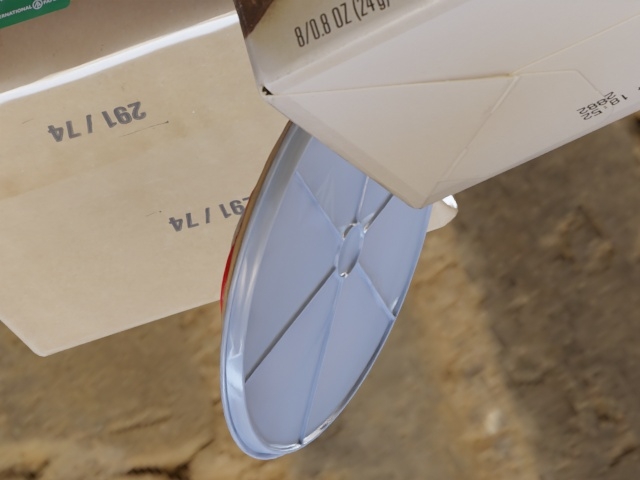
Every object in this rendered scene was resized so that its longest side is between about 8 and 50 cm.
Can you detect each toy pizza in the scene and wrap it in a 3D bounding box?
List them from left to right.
[{"bbox_3d":[0.000,0.000,0.883,0.032,0.201,0.201,20,-128,21],"label":"toy pizza"}]

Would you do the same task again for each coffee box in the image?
[{"bbox_3d":[0.038,-0.185,0.595,0.119,0.168,0.297,33,-144,-59],"label":"coffee box"}]

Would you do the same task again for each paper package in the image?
[{"bbox_3d":[-0.111,-0.098,1.296,0.325,0.309,0.168,-18,-124,11],"label":"paper package"}]
